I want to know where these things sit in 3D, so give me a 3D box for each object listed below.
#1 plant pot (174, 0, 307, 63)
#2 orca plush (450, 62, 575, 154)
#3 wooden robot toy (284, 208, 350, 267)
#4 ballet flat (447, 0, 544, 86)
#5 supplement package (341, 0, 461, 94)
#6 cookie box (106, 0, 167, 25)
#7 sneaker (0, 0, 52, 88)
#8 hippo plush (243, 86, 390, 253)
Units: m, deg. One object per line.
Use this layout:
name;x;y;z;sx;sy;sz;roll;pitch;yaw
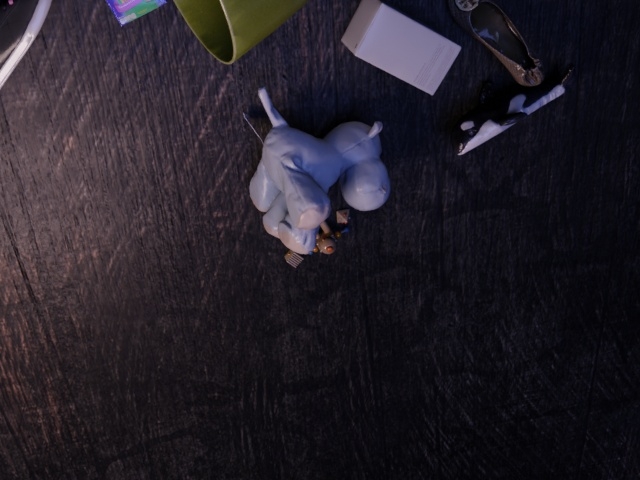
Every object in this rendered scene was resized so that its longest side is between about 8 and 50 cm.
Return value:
plant pot;-0.088;-0.473;1.178;0.294;0.275;0.274;-33;123;-13
orca plush;0.369;-0.282;1.476;0.287;0.151;0.102;-30;94;5
wooden robot toy;0.000;0.000;1.558;0.173;0.079;0.076;-32;122;5
ballet flat;0.336;-0.387;1.397;0.084;0.058;0.250;-43;101;3
supplement package;0.147;-0.363;1.370;0.179;0.105;0.105;20;113;-25
cookie box;-0.323;-0.432;1.247;0.092;0.040;0.107;-26;122;3
sneaker;-0.547;-0.352;1.197;0.147;0.104;0.295;30;113;-33
hippo plush;0.001;-0.135;1.442;0.237;0.234;0.294;-16;81;-25
